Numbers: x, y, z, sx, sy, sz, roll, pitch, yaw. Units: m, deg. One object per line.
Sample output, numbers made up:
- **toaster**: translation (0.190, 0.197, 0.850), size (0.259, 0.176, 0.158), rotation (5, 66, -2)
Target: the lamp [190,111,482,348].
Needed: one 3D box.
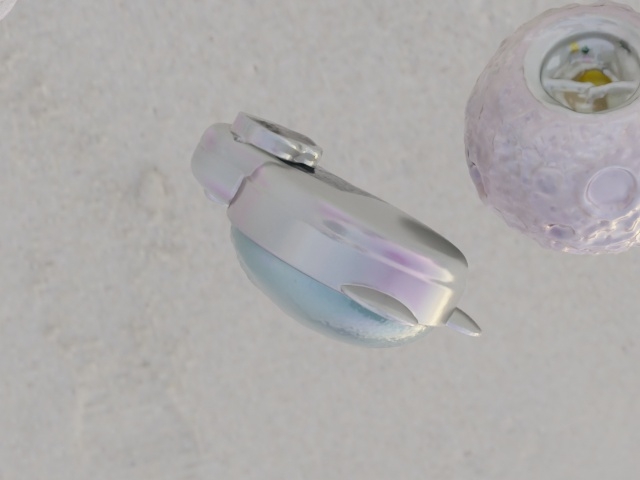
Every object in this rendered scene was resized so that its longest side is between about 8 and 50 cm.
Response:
- **lamp**: translation (-0.002, 0.002, 1.215), size (0.108, 0.246, 0.179), rotation (-56, 151, 8)

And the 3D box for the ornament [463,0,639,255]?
- **ornament**: translation (0.273, -0.108, 1.705), size (0.259, 0.259, 0.225), rotation (-16, 144, -4)

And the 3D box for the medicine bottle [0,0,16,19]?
- **medicine bottle**: translation (-0.140, -0.205, 0.482), size (0.252, 0.252, 0.241), rotation (26, 119, -41)
